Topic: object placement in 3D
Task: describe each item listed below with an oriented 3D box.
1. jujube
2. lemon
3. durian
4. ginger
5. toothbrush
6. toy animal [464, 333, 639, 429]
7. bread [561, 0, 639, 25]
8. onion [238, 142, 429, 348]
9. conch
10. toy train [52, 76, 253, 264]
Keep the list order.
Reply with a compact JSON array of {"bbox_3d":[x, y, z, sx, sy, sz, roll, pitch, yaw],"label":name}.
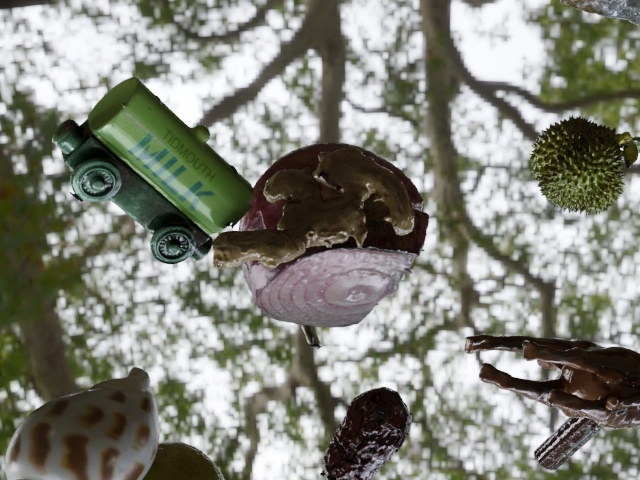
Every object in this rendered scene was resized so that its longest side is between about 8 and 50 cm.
[{"bbox_3d":[0.063,0.282,1.859,0.104,0.166,0.104,37,-164,-13],"label":"jujube"},{"bbox_3d":[-0.212,0.390,1.828,0.184,0.248,0.184,-14,-155,7],"label":"lemon"},{"bbox_3d":[0.420,-0.119,2.112,0.146,0.159,0.198,9,-168,-22],"label":"durian"},{"bbox_3d":[-0.022,-0.036,1.603,0.258,0.065,0.149,-19,-126,-12],"label":"ginger"},{"bbox_3d":[0.349,0.163,1.483,0.041,0.364,0.041,16,-133,-17],"label":"toothbrush"},{"bbox_3d":[0.210,0.113,1.101,0.229,0.066,0.224,11,179,-37],"label":"toy animal"},{"bbox_3d":[0.422,-0.202,1.087,0.416,0.165,0.113,24,-146,4],"label":"bread"},{"bbox_3d":[0.010,-0.022,1.816,0.272,0.256,0.230,-25,-124,33],"label":"onion"},{"bbox_3d":[-0.311,0.284,1.677,0.275,0.183,0.149,-34,-131,-15],"label":"conch"},{"bbox_3d":[-0.192,-0.082,1.553,0.157,0.253,0.105,-40,-146,9],"label":"toy train"}]
